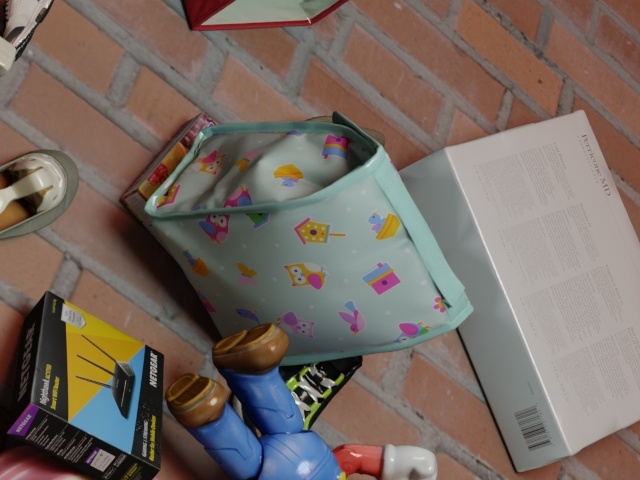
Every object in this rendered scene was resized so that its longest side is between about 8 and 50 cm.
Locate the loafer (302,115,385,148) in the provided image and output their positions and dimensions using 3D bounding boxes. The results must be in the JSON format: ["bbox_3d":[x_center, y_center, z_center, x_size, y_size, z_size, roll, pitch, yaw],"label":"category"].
[{"bbox_3d":[0.021,-0.102,1.939,0.148,0.056,0.050,4,62,-41],"label":"loafer"}]

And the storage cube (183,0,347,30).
[{"bbox_3d":[-0.049,-0.355,1.903,0.215,0.183,0.193,-8,76,-44],"label":"storage cube"}]

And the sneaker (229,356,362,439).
[{"bbox_3d":[-0.012,0.128,1.773,0.084,0.097,0.235,45,47,-17],"label":"sneaker"}]

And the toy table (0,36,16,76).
[{"bbox_3d":[-0.413,-0.199,1.516,0.274,0.161,0.252,23,57,-34],"label":"toy table"}]

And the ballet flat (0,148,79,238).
[{"bbox_3d":[-0.287,-0.038,1.620,0.213,0.068,0.072,-31,93,-46],"label":"ballet flat"}]

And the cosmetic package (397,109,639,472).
[{"bbox_3d":[0.275,0.051,2.072,0.284,0.097,0.377,-17,83,-43],"label":"cosmetic package"}]

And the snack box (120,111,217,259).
[{"bbox_3d":[-0.129,-0.052,1.792,0.100,0.037,0.141,50,46,-16],"label":"snack box"}]

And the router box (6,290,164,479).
[{"bbox_3d":[-0.207,0.137,1.565,0.133,0.046,0.179,30,24,-20],"label":"router box"}]

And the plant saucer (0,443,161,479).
[{"bbox_3d":[-0.200,0.331,1.519,0.332,0.084,0.332,19,60,-36],"label":"plant saucer"}]

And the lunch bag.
[{"bbox_3d":[0.000,0.000,1.687,0.223,0.262,0.160,60,42,-31],"label":"lunch bag"}]

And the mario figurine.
[{"bbox_3d":[0.003,0.236,1.642,0.320,0.198,0.170,56,7,-18],"label":"mario figurine"}]

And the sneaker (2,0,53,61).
[{"bbox_3d":[-0.299,-0.218,1.721,0.044,0.040,0.109,29,48,-9],"label":"sneaker"}]
